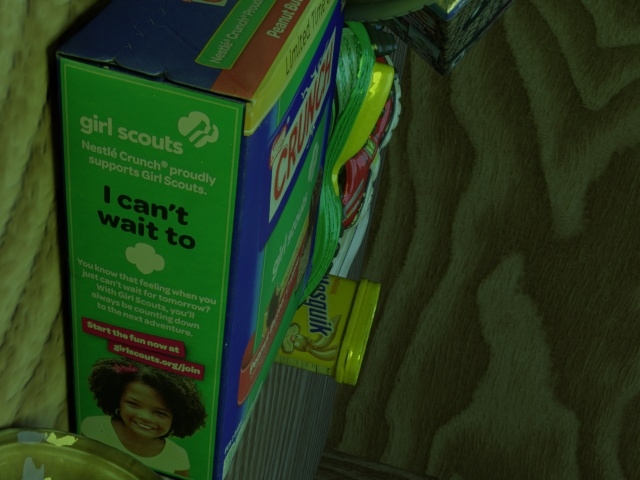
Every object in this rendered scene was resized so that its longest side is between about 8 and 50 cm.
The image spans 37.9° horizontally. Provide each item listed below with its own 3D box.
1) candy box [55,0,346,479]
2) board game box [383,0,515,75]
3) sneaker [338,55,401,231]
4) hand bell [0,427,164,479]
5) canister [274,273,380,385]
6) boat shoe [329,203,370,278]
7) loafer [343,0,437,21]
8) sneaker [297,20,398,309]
[{"bbox_3d":[-0.073,-0.035,0.663,0.268,0.122,0.317,-67,167,-52],"label":"candy box"},{"bbox_3d":[0.152,-0.321,0.936,0.232,0.141,0.291,-47,174,5],"label":"board game box"},{"bbox_3d":[0.036,-0.144,1.281,0.118,0.107,0.279,5,94,-65],"label":"sneaker"},{"bbox_3d":[-0.181,0.243,0.531,0.242,0.126,0.126,-64,175,9],"label":"hand bell"},{"bbox_3d":[-0.027,0.088,1.075,0.073,0.170,0.126,95,11,-52],"label":"canister"},{"bbox_3d":[0.000,0.000,1.502,0.088,0.096,0.267,33,73,-43],"label":"boat shoe"},{"bbox_3d":[0.020,-0.224,0.731,0.094,0.251,0.087,-38,123,-42],"label":"loafer"},{"bbox_3d":[-0.055,-0.063,0.895,0.146,0.134,0.343,-8,125,-44],"label":"sneaker"}]
